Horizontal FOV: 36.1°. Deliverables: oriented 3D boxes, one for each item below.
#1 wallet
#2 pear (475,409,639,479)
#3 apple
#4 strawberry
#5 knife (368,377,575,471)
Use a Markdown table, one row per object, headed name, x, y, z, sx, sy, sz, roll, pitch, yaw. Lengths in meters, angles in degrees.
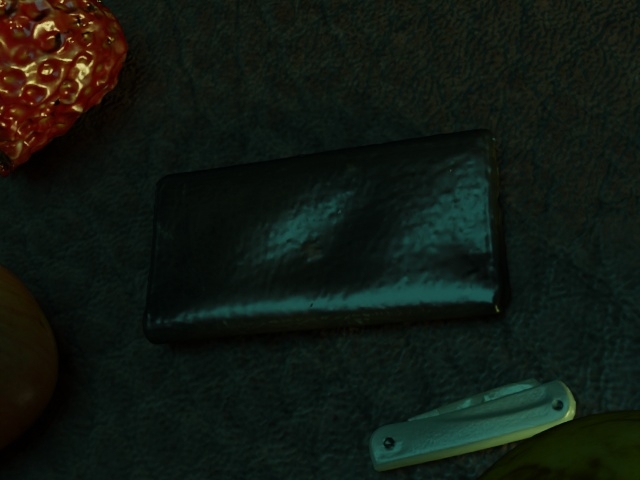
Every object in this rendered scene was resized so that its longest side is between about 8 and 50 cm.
| name | x | y | z | sx | sy | sz | roll | pitch | yaw |
| --- | --- | --- | --- | --- | --- | --- | --- | --- | --- |
| wallet | 0.000 | 0.000 | 0.860 | 0.321 | 0.044 | 0.170 | -6 | 63 | 14 |
| pear | 0.175 | 0.231 | 0.540 | 0.281 | 0.280 | 0.280 | -9 | 62 | 17 |
| apple | -0.337 | 0.107 | 0.865 | 0.210 | 0.164 | 0.209 | -14 | 49 | 16 |
| strawberry | -0.295 | -0.203 | 0.999 | 0.178 | 0.234 | 0.234 | -24 | 55 | -19 |
| knife | 0.115 | 0.140 | 0.755 | 0.162 | 0.023 | 0.044 | -17 | 62 | 12 |
